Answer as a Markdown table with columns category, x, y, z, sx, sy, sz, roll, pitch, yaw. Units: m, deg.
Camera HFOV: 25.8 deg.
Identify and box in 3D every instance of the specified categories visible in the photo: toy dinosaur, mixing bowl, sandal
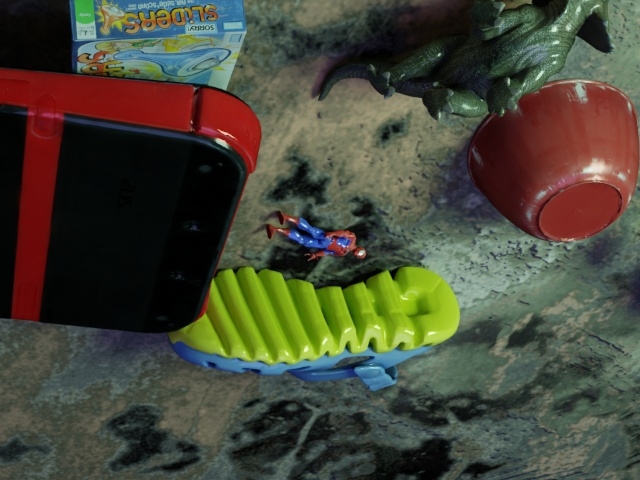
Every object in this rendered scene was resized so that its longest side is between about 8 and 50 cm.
| category | x | y | z | sx | sy | sz | roll | pitch | yaw |
| --- | --- | --- | --- | --- | --- | --- | --- | --- | --- |
| toy dinosaur | 0.144 | -0.155 | 1.250 | 0.313 | 0.121 | 0.160 | -27 | 173 | 35 |
| mixing bowl | 0.247 | -0.063 | 1.406 | 0.181 | 0.098 | 0.181 | -8 | 140 | -7 |
| sandal | -0.012 | 0.109 | 1.514 | 0.317 | 0.126 | 0.138 | 3 | 141 | -17 |

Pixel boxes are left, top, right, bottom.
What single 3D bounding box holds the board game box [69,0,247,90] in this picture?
| category | x | y | z | sx | sy | sz | roll | pitch | yaw |
| --- | --- | --- | --- | --- | --- | --- | --- | --- | --- |
| board game box | -0.141 | -0.152 | 1.168 | 0.136 | 0.035 | 0.201 | -4 | 169 | -10 |

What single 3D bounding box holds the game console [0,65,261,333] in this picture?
| category | x | y | z | sx | sy | sz | roll | pitch | yaw |
| --- | --- | --- | --- | --- | --- | --- | --- | --- | --- |
| game console | -0.247 | -0.030 | 1.268 | 0.342 | 0.060 | 0.386 | 8 | 148 | -10 |

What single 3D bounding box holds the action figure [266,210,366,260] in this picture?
| category | x | y | z | sx | sy | sz | roll | pitch | yaw |
| --- | --- | --- | --- | --- | --- | --- | --- | --- | --- |
| action figure | 0.000 | 0.000 | 1.461 | 0.115 | 0.030 | 0.038 | 15 | 127 | -32 |
